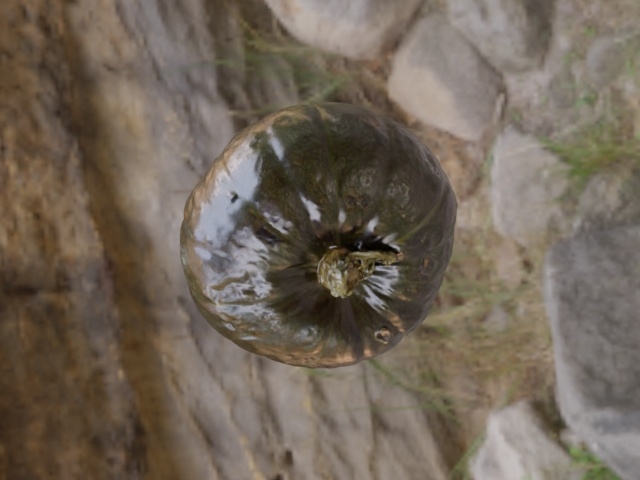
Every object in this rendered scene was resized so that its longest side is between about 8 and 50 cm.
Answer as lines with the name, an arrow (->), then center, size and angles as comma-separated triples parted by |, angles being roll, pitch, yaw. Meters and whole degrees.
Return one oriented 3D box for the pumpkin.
pumpkin -> 0.000, 0.000, 0.933 | 0.157, 0.224, 0.223 | -116, 25, -61
